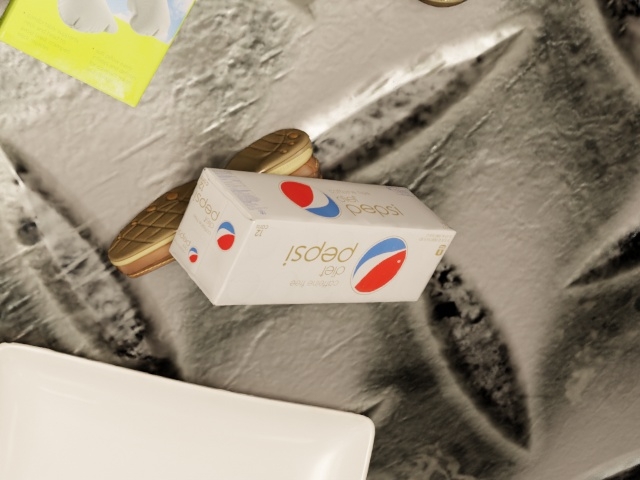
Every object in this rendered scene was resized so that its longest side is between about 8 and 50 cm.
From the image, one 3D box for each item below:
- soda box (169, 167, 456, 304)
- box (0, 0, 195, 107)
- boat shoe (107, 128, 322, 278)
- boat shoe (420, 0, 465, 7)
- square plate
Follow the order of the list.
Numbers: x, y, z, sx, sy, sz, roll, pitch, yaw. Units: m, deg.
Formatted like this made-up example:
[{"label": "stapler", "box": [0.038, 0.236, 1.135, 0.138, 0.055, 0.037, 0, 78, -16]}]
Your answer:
[{"label": "soda box", "box": [0.000, 0.000, 0.763, 0.216, 0.069, 0.074, 3, 123, -44]}, {"label": "box", "box": [-0.133, -0.194, 0.695, 0.109, 0.042, 0.178, 25, 104, -27]}, {"label": "boat shoe", "box": [-0.075, -0.017, 0.779, 0.178, 0.064, 0.060, -31, 121, -8]}, {"label": "boat shoe", "box": [0.164, -0.291, 0.695, 0.111, 0.104, 0.307, 37, 97, 5]}, {"label": "square plate", "box": [-0.143, 0.286, 0.841, 0.344, 0.049, 0.347, 16, 82, -24]}]
